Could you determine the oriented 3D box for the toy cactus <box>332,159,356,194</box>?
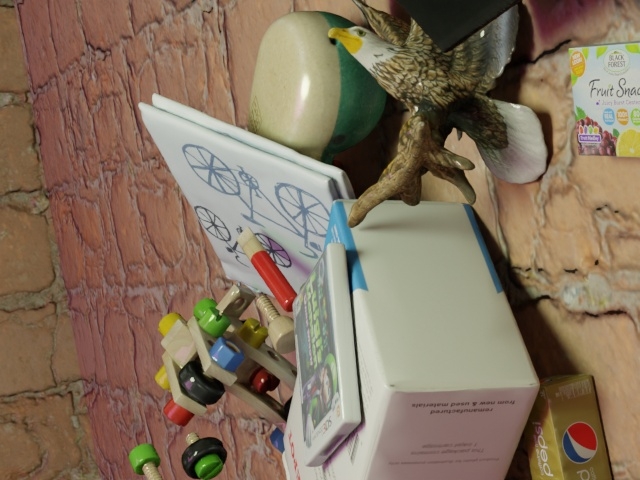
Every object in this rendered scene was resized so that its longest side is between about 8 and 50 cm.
[{"bbox_3d":[0.000,0.000,1.758,0.180,0.112,0.219,59,141,17],"label":"toy cactus"}]

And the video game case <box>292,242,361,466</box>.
[{"bbox_3d":[0.003,0.122,1.422,0.173,0.022,0.190,121,148,-62],"label":"video game case"}]

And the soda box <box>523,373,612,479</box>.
[{"bbox_3d":[0.248,0.226,1.362,0.061,0.058,0.181,-12,88,66],"label":"soda box"}]

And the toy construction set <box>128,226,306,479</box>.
[{"bbox_3d":[-0.114,0.114,1.718,0.237,0.257,0.309,53,134,39],"label":"toy construction set"}]

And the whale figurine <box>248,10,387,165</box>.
[{"bbox_3d":[-0.010,-0.154,1.642,0.272,0.141,0.216,119,143,-51],"label":"whale figurine"}]

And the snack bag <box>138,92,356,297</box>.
[{"bbox_3d":[-0.049,-0.013,1.669,0.323,0.037,0.342,23,151,36],"label":"snack bag"}]

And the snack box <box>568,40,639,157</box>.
[{"bbox_3d":[0.276,-0.124,1.190,0.141,0.037,0.100,9,107,63],"label":"snack box"}]

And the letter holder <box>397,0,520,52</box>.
[{"bbox_3d":[0.191,-0.330,1.189,0.152,0.214,0.302,47,154,-7],"label":"letter holder"}]

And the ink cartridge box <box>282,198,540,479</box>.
[{"bbox_3d":[0.081,0.193,1.503,0.285,0.166,0.395,-104,20,-47],"label":"ink cartridge box"}]

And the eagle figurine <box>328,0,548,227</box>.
[{"bbox_3d":[0.105,-0.193,1.400,0.226,0.225,0.298,-12,52,26],"label":"eagle figurine"}]
